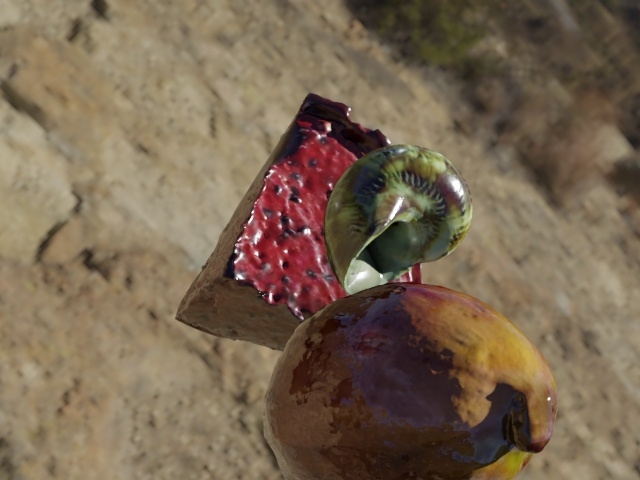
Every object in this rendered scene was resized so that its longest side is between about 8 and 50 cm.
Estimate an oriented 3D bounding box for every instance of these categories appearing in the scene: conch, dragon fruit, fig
[{"bbox_3d":[0.084,-0.025,1.892,0.181,0.187,0.124,25,13,-47],"label":"conch"},{"bbox_3d":[-0.003,0.004,2.146,0.286,0.228,0.329,21,60,-10],"label":"dragon fruit"},{"bbox_3d":[0.083,0.149,1.444,0.224,0.263,0.224,-19,90,-76],"label":"fig"}]
